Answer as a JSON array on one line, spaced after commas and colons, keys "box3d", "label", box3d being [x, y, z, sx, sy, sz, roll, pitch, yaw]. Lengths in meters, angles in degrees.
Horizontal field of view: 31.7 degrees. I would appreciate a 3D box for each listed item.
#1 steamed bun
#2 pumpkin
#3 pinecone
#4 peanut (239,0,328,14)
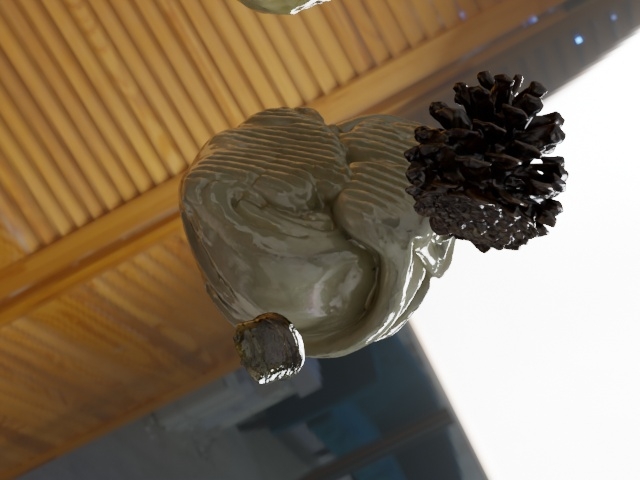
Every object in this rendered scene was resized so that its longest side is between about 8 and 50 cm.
[{"box3d": [0.000, 0.000, 1.358, 0.368, 0.343, 0.255, -43, 142, -57], "label": "steamed bun"}, {"box3d": [-0.030, 0.073, 0.778, 0.050, 0.028, 0.083, 67, 22, 2], "label": "pumpkin"}, {"box3d": [0.164, -0.084, 1.085, 0.163, 0.163, 0.165, 50, 52, -55], "label": "pinecone"}, {"box3d": [-0.030, -0.299, 1.118, 0.152, 0.152, 0.313, 61, 14, -7], "label": "peanut"}]
